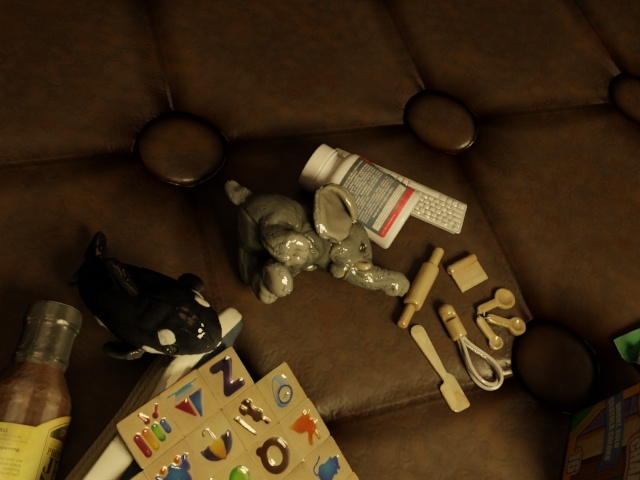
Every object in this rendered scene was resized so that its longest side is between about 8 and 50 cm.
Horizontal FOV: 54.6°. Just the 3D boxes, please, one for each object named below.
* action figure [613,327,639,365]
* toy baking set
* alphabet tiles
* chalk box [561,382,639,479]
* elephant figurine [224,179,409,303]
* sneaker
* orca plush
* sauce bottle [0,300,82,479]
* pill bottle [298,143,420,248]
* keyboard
[{"bbox_3d":[0.615,0.157,1.039,0.232,0.063,0.137,-28,67,-30],"label":"action figure"},{"bbox_3d":[0.220,0.127,0.973,0.196,0.030,0.256,34,59,7],"label":"toy baking set"},{"bbox_3d":[-0.078,0.310,0.721,0.285,0.011,0.343,-32,90,-42],"label":"alphabet tiles"},{"bbox_3d":[0.463,0.295,0.783,0.180,0.289,0.179,25,58,1],"label":"chalk box"},{"bbox_3d":[0.000,0.000,0.941,0.239,0.186,0.169,-12,22,-31],"label":"elephant figurine"},{"bbox_3d":[-0.175,0.241,0.771,0.148,0.131,0.350,44,51,-12],"label":"sneaker"},{"bbox_3d":[-0.239,0.047,0.792,0.151,0.102,0.287,-30,42,-22],"label":"orca plush"},{"bbox_3d":[-0.356,0.237,0.721,0.111,0.111,0.344,10,60,-8],"label":"sauce bottle"},{"bbox_3d":[0.060,-0.077,1.007,0.180,0.108,0.108,33,58,6],"label":"pill bottle"},{"bbox_3d":[0.133,-0.088,1.087,0.256,0.014,0.072,24,58,0],"label":"keyboard"}]
